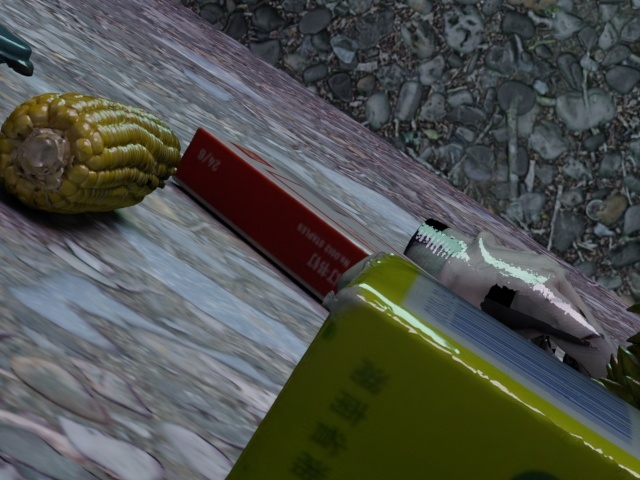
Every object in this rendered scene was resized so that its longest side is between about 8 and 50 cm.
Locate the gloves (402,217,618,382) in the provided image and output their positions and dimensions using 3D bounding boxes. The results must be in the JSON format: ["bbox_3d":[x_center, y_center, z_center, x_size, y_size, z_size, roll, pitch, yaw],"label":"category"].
[{"bbox_3d":[0.158,0.065,1.445,0.212,0.111,0.127,26,0,15],"label":"gloves"}]

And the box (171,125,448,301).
[{"bbox_3d":[0.000,0.001,1.414,0.123,0.050,0.229,24,11,-47],"label":"box"}]

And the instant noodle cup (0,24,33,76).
[{"bbox_3d":[-0.268,-0.135,1.118,0.179,0.070,0.157,27,7,-33],"label":"instant noodle cup"}]

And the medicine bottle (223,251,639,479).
[{"bbox_3d":[0.080,0.122,0.559,0.250,0.137,0.141,33,6,4],"label":"medicine bottle"}]

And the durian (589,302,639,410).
[{"bbox_3d":[0.253,0.109,0.982,0.291,0.291,0.224,25,23,-44],"label":"durian"}]

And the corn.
[{"bbox_3d":[-0.131,-0.050,1.120,0.072,0.072,0.203,33,6,7],"label":"corn"}]
